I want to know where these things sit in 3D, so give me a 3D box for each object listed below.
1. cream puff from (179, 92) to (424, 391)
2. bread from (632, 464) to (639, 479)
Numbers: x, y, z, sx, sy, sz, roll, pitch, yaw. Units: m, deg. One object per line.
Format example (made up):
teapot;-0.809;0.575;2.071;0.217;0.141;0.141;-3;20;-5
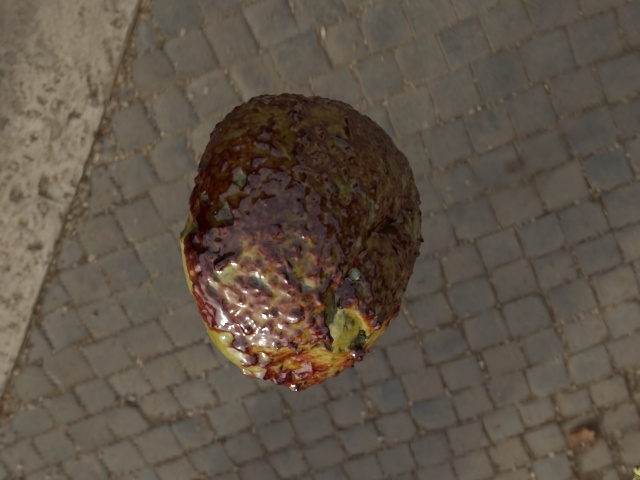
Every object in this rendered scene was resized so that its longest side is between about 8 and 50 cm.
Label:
cream puff;0.000;0.000;0.517;0.084;0.149;0.149;-2;122;33
bread;0.254;0.241;0.537;0.264;0.167;0.163;26;83;7
